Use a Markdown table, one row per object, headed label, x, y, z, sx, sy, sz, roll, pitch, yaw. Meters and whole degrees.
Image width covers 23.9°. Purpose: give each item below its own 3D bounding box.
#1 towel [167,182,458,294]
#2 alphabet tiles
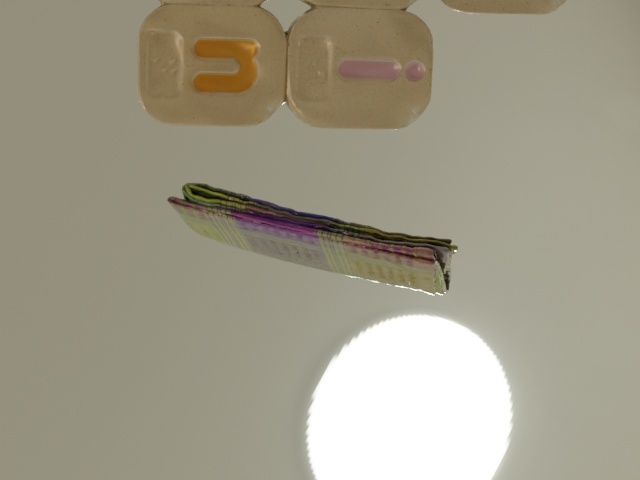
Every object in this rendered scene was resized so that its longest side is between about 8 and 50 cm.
| label | x | y | z | sx | sy | sz | roll | pitch | yaw |
| --- | --- | --- | --- | --- | --- | --- | --- | --- | --- |
| towel | 0.000 | 0.000 | 0.449 | 0.083 | 0.060 | 0.009 | 13 | -100 | 8 |
| alphabet tiles | -0.015 | -0.194 | 0.696 | 0.278 | 0.021 | 0.284 | 0 | -81 | -7 |
